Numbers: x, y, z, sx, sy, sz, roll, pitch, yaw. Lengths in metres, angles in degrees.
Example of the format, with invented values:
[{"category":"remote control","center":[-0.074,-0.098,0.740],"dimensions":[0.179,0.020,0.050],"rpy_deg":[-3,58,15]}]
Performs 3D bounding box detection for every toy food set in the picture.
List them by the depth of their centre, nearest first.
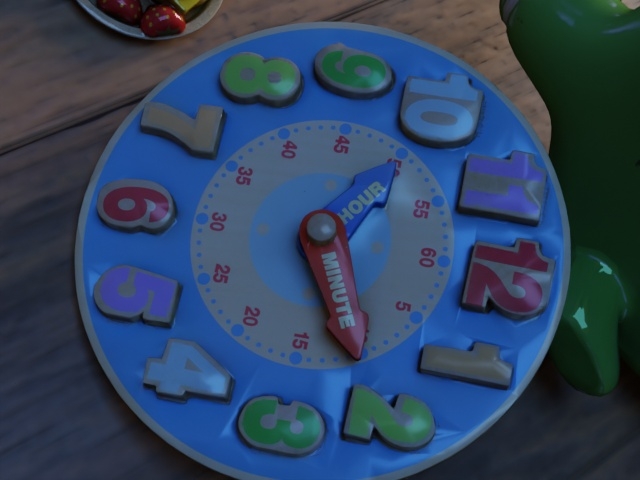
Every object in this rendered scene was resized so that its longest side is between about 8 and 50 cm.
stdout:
[{"category":"toy food set","center":[-0.082,-0.132,0.549],"dimensions":[0.083,0.020,0.082],"rpy_deg":[43,61,-2]}]

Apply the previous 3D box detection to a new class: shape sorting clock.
[{"category":"shape sorting clock","center":[0.000,0.000,0.489],"dimensions":[0.206,0.040,0.206],"rpy_deg":[0,71,-1]}]

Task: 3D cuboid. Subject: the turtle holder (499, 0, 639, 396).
[{"category":"turtle holder","center":[0.221,-0.033,0.542],"dimensions":[0.320,0.243,0.227],"rpy_deg":[18,37,30]}]
